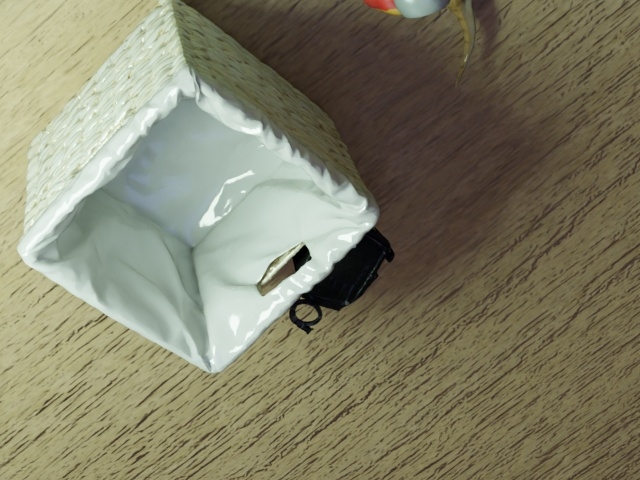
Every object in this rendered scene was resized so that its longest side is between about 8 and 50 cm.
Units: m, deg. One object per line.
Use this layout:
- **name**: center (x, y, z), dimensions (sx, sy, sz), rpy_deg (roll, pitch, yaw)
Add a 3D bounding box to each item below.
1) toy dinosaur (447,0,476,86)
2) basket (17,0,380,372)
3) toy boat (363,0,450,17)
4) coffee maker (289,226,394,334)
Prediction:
- **toy dinosaur**: center (0.179, -0.316, 1.964), dimensions (0.112, 0.064, 0.211), rpy_deg (-20, 118, 25)
- **basket**: center (-0.159, -0.072, 1.929), dimensions (0.331, 0.266, 0.328), rpy_deg (35, 111, -28)
- **toy boat**: center (0.151, -0.404, 1.780), dimensions (0.267, 0.148, 0.318), rpy_deg (25, 89, -29)
- **coffee maker**: center (0.000, 0.000, 2.061), dimensions (0.171, 0.178, 0.120), rpy_deg (-38, 121, 12)
